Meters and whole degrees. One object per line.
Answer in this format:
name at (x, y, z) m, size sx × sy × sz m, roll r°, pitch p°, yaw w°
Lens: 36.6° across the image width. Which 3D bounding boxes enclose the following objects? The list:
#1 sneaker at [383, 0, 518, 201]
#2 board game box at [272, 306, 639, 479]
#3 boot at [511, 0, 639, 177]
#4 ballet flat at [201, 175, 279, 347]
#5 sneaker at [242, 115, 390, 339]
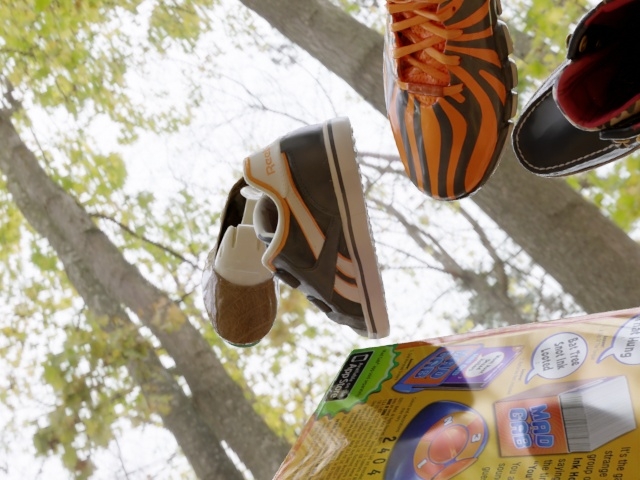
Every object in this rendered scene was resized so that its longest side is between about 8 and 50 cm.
sneaker at (0.068, -0.172, 0.743) m, size 0.180 × 0.124 × 0.321 m, roll -31°, pitch -59°, yaw -54°
board game box at (0.178, 0.308, 0.768) m, size 0.356 × 0.356 × 0.356 m, roll -13°, pitch -66°, yaw 33°
boot at (0.307, -0.160, 0.972) m, size 0.377 × 0.138 × 0.284 m, roll -27°, pitch -4°, yaw 38°
ballet flat at (-0.107, 0.004, 1.421) m, size 0.116 × 0.342 × 0.124 m, roll 9°, pitch -55°, yaw -3°
sneaker at (0.000, 0.000, 1.077) m, size 0.127 × 0.126 × 0.321 m, roll -12°, pitch -45°, yaw 4°
